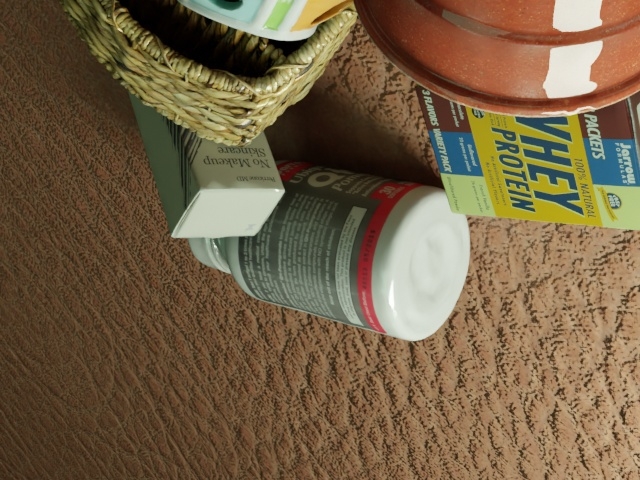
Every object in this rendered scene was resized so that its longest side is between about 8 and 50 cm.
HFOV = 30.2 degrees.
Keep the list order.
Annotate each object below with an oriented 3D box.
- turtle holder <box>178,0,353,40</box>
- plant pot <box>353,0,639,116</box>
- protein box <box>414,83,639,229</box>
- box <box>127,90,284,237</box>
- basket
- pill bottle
[{"bbox_3d":[-0.074,-0.318,1.063,0.320,0.243,0.227,14,115,-7],"label":"turtle holder"},{"bbox_3d":[0.156,-0.272,0.815,0.272,0.272,0.265,31,155,18],"label":"plant pot"},{"bbox_3d":[0.230,-0.125,1.043,0.199,0.201,0.136,7,129,39],"label":"protein box"},{"bbox_3d":[-0.141,-0.140,1.340,0.094,0.113,0.275,-53,50,45],"label":"box"},{"bbox_3d":[-0.121,-0.274,1.223,0.299,0.213,0.223,43,144,2],"label":"basket"},{"bbox_3d":[0.000,0.000,1.399,0.318,0.176,0.176,13,133,35],"label":"pill bottle"}]
